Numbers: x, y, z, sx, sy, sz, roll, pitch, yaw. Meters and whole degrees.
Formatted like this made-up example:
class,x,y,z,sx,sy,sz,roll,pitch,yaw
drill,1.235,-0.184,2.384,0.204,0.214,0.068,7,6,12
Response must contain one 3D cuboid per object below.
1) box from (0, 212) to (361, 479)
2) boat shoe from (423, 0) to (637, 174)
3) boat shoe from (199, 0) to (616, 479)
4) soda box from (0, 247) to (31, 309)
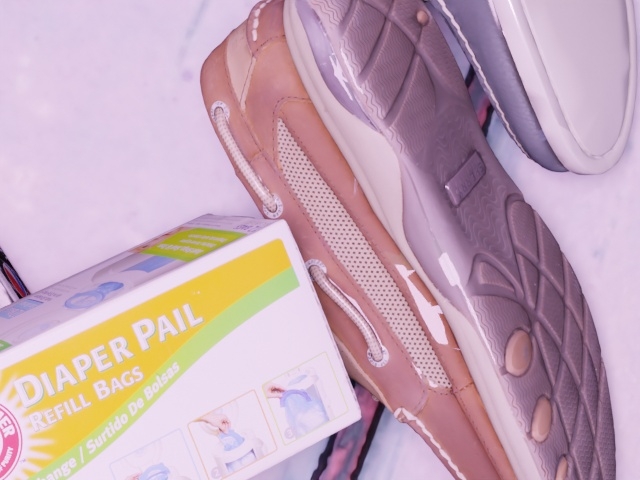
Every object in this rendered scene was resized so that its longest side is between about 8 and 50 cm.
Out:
class,x,y,z,sx,sy,sz,roll,pitch,yaw
box,-0.103,0.075,0.708,0.203,0.114,0.103,-26,102,-21
boat shoe,0.069,-0.179,0.779,0.099,0.116,0.320,-16,98,42
boat shoe,0.046,0.021,0.761,0.116,0.123,0.324,-22,97,33
soda box,-0.226,0.067,0.776,0.169,0.053,0.060,-34,90,-2
